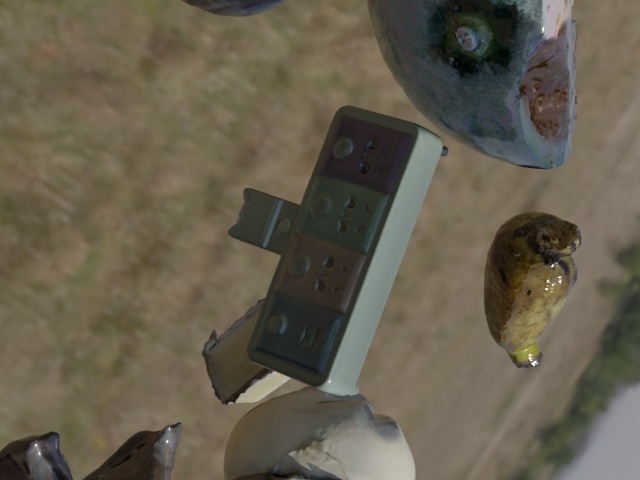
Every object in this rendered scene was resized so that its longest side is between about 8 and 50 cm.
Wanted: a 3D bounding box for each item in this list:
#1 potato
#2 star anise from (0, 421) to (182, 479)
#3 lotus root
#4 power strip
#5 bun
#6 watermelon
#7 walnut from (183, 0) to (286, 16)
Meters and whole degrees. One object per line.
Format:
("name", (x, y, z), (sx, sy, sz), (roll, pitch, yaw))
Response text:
("potato", (-0.062, 0.114, 1.966), (0.061, 0.086, 0.122), (7, 145, -42))
("star anise", (-0.186, 0.243, 1.345), (0.316, 0.139, 0.359), (-14, 97, -45))
("lotus root", (0.209, 0.056, 1.980), (0.108, 0.094, 0.191), (-64, 169, -49))
("power strip", (0.000, 0.000, 1.499), (0.061, 0.145, 0.216), (25, 86, -55))
("bun", (0.001, 0.191, 1.728), (0.173, 0.173, 0.120), (105, -6, -63))
("watermelon", (0.110, -0.185, 1.553), (0.175, 0.188, 0.322), (-57, 145, -56))
("walnut", (-0.079, -0.271, 1.733), (0.140, 0.162, 0.140), (25, 60, -56))
